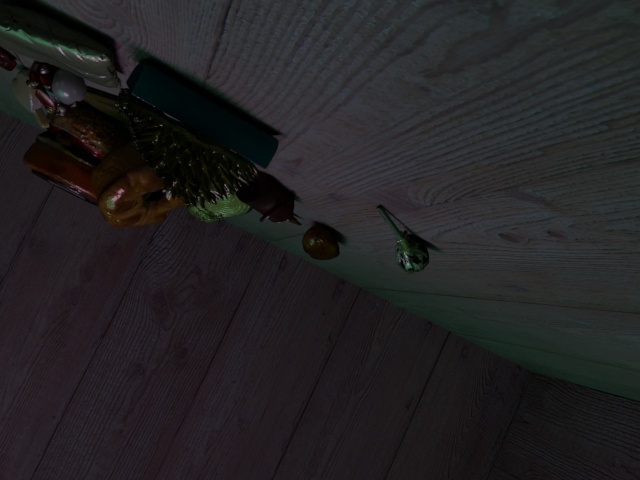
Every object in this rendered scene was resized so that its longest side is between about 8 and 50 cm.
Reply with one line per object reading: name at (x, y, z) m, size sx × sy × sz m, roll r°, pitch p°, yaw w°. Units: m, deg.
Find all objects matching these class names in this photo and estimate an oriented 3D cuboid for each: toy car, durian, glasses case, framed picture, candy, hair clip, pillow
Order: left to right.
hair clip at (-0.775, -0.392, 2.304) m, size 0.218 × 0.159 × 0.071 m, roll 21°, pitch -145°, yaw 28°
pillow at (-0.531, -0.387, 1.631) m, size 0.280 × 0.076 × 0.274 m, roll 20°, pitch 177°, yaw -8°
toy car at (-0.619, -0.373, 1.985) m, size 0.112 × 0.112 × 0.139 m, roll 4°, pitch 154°, yaw 30°
framed picture at (-0.509, -0.334, 2.199) m, size 0.338 × 0.014 × 0.255 m, roll 21°, pitch 172°, yaw 30°
durian at (-0.254, -0.195, 1.664) m, size 0.163 × 0.198 × 0.394 m, roll -22°, pitch 149°, yaw 30°
glasses case at (-0.227, -0.248, 1.621) m, size 0.301 × 0.070 × 0.117 m, roll 27°, pitch -171°, yaw -26°
candy at (0.186, -0.011, 1.995) m, size 0.091 × 0.083 × 0.305 m, roll 41°, pitch 176°, yaw 37°

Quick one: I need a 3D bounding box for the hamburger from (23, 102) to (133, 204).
hamburger at (-0.685, -0.254, 2.456) m, size 0.329 × 0.250 × 0.330 m, roll 25°, pitch 173°, yaw 3°

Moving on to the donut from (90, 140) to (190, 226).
donut at (-0.477, -0.159, 2.296) m, size 0.150 × 0.299 × 0.317 m, roll 61°, pitch 171°, yaw 16°

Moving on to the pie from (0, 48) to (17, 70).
pie at (-0.874, -0.495, 2.188) m, size 0.153 × 0.038 × 0.153 m, roll 27°, pitch 174°, yaw 3°

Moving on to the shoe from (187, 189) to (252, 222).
shoe at (-0.310, -0.139, 2.531) m, size 0.140 × 0.128 × 0.262 m, roll 19°, pitch 150°, yaw -40°

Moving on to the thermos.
thermos at (-0.136, -0.111, 2.254) m, size 0.124 × 0.099 × 0.232 m, roll 63°, pitch -166°, yaw 26°

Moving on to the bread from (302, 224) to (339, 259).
bread at (0.000, 0.002, 2.659) m, size 0.124 × 0.084 × 0.344 m, roll 2°, pitch 171°, yaw 4°

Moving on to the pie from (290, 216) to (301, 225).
pie at (-0.144, -0.098, 2.615) m, size 0.191 × 0.033 × 0.088 m, roll 24°, pitch -177°, yaw -45°
